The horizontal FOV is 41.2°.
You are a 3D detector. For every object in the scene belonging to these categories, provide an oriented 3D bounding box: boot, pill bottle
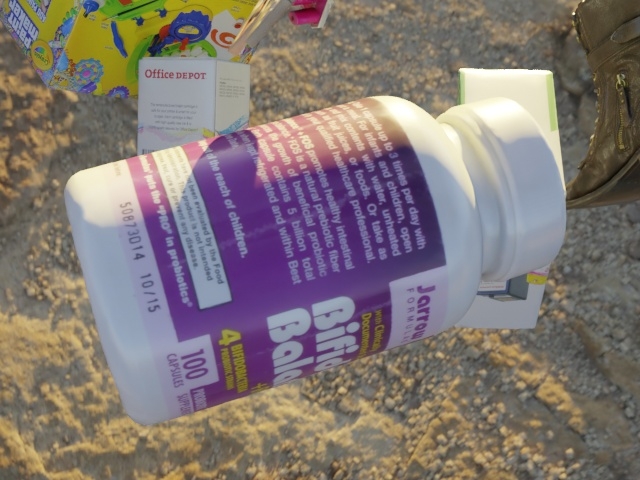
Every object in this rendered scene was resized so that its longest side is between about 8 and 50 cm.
[{"bbox_3d":[0.339,-0.170,0.981,0.091,0.263,0.229,-6,73,-24],"label":"boot"},{"bbox_3d":[0.000,0.000,0.568,0.301,0.169,0.169,-16,64,-12],"label":"pill bottle"}]

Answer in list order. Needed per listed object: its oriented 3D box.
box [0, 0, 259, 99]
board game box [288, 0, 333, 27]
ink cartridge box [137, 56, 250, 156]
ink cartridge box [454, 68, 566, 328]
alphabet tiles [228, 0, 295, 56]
[{"bbox_3d":[-0.220,-0.344,1.132,0.289,0.279,0.177,-1,41,-48],"label":"box"},{"bbox_3d":[-0.047,-0.567,1.188,0.050,0.390,0.390,-15,63,-27],"label":"board game box"},{"bbox_3d":[-0.156,-0.134,1.050,0.127,0.175,0.072,8,10,33],"label":"ink cartridge box"},{"bbox_3d":[0.171,-0.034,0.820,0.093,0.212,0.154,2,51,5],"label":"ink cartridge box"},{"bbox_3d":[0.029,-0.212,0.503,0.009,0.237,0.198,38,41,-17],"label":"alphabet tiles"}]
